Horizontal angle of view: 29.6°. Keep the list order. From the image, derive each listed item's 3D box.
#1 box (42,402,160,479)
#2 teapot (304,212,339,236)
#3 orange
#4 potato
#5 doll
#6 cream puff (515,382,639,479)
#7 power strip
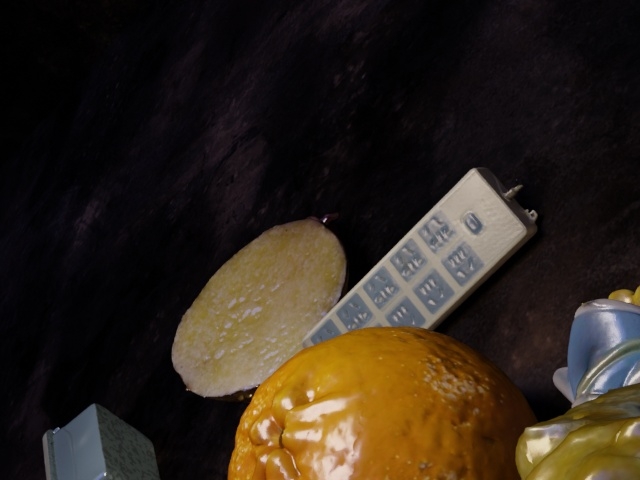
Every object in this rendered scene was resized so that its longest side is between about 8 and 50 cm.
[{"bbox_3d":[-0.339,0.372,1.885,0.130,0.162,0.227,-44,31,9],"label":"box"},{"bbox_3d":[0.000,0.000,1.784,0.068,0.045,0.100,51,129,38],"label":"teapot"},{"bbox_3d":[0.058,0.247,1.196,0.340,0.293,0.341,-39,37,37],"label":"orange"},{"bbox_3d":[-0.059,0.119,1.701,0.299,0.116,0.239,-48,40,-2],"label":"potato"},{"bbox_3d":[0.273,0.149,1.145,0.135,0.099,0.241,2,64,28],"label":"doll"},{"bbox_3d":[0.299,0.225,0.821,0.378,0.378,0.276,-22,78,50],"label":"cream puff"},{"bbox_3d":[0.119,0.054,1.484,0.367,0.043,0.106,-47,72,25],"label":"power strip"}]
